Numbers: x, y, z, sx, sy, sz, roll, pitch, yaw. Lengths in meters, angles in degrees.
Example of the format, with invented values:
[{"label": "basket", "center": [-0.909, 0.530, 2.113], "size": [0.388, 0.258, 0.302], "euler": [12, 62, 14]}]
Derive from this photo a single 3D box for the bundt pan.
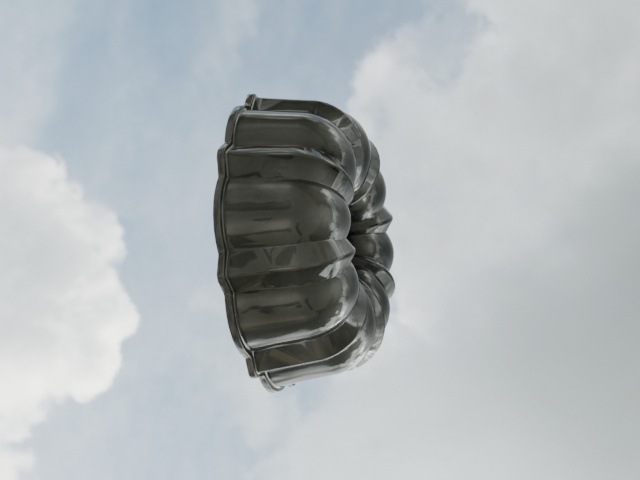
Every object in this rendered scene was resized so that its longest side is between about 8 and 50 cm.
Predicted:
[{"label": "bundt pan", "center": [0.000, 0.000, 1.255], "size": [0.124, 0.331, 0.330], "euler": [-4, -104, 16]}]
